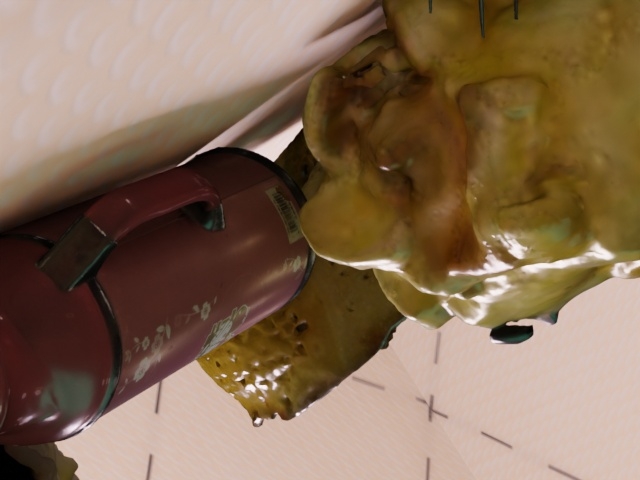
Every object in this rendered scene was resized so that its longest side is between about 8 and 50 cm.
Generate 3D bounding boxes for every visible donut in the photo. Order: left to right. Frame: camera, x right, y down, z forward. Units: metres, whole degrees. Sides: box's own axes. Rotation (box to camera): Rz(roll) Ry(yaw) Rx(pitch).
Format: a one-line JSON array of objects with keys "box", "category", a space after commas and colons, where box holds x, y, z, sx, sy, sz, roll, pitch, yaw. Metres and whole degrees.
[{"box": [0.000, 0.000, 1.102, 0.272, 0.107, 0.272, -50, -169, 14], "category": "donut"}]

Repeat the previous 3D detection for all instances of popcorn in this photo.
[{"box": [0.123, -0.063, 0.874, 0.286, 0.215, 0.252, -28, -172, 38], "category": "popcorn"}]

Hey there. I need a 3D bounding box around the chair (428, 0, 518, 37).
[{"box": [0.071, -0.137, 0.715, 0.037, 0.042, 0.086, -33, 144, -30], "category": "chair"}]

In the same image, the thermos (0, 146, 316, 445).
[{"box": [-0.108, 0.029, 0.841, 0.136, 0.109, 0.330, -18, -175, 28], "category": "thermos"}]

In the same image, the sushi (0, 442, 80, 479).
[{"box": [-0.267, 0.224, 0.947, 0.294, 0.281, 0.299, -32, 165, -7], "category": "sushi"}]
